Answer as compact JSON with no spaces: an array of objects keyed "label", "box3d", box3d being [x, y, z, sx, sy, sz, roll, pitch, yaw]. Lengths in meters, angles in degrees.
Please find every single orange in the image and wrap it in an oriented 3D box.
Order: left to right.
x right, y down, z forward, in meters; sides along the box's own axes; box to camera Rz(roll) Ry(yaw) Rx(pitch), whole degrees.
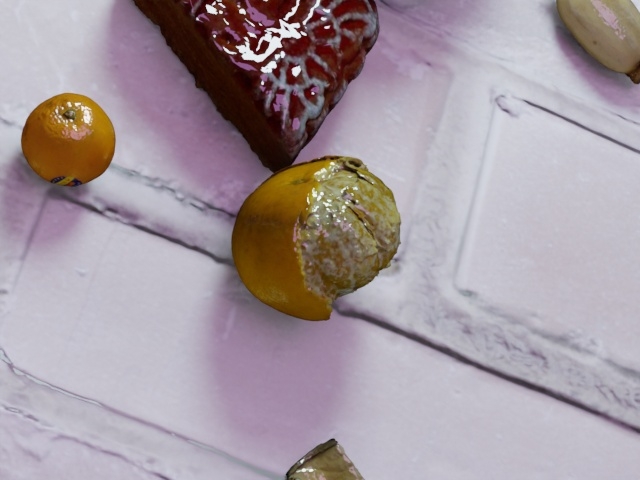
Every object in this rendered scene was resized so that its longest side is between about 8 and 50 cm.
[{"label":"orange","box3d":[-0.217,-0.087,1.704,0.083,0.083,0.083,9,65,-20]},{"label":"orange","box3d":[0.000,0.000,1.727,0.156,0.156,0.134,-42,131,-32]}]

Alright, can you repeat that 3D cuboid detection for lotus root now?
[{"label":"lotus root","box3d":[0.284,-0.224,1.993,0.073,0.062,0.150,-39,89,-32]}]

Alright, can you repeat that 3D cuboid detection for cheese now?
[{"label":"cheese","box3d":[-0.005,0.215,1.689,0.084,0.041,0.060,-33,91,-47]}]

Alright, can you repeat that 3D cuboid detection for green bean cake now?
[{"label":"green bean cake","box3d":[-0.070,-0.200,1.806,0.232,0.097,0.198,40,59,-4]}]
